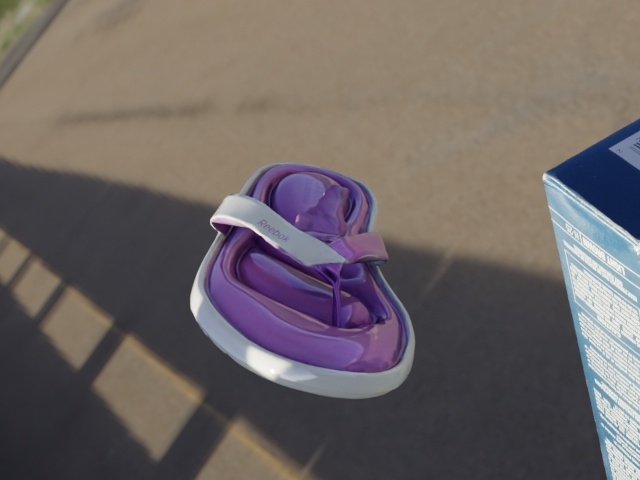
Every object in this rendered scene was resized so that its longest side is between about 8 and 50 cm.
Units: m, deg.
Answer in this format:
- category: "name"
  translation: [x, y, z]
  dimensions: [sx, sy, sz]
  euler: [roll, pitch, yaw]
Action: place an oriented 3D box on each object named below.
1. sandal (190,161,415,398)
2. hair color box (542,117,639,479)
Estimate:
- category: "sandal"
  translation: [-0.015, -0.002, 1.316]
  dimensions: [0.416, 0.169, 0.102]
  euler: [-102, 19, -68]
- category: "hair color box"
  translation: [0.271, 0.070, 1.100]
  dimensions: [0.174, 0.347, 0.105]
  euler: [-29, 40, -13]
